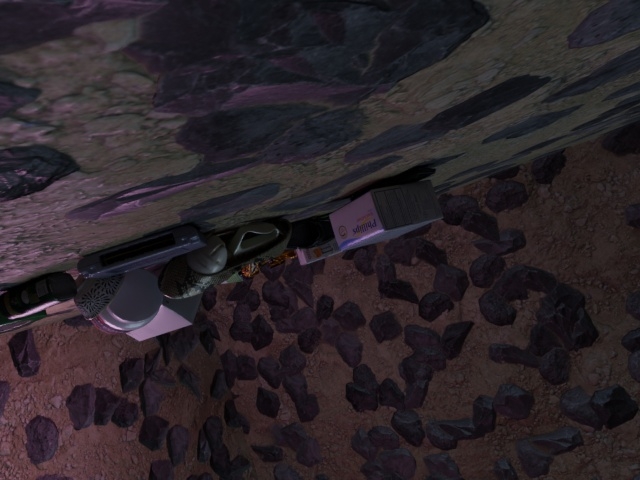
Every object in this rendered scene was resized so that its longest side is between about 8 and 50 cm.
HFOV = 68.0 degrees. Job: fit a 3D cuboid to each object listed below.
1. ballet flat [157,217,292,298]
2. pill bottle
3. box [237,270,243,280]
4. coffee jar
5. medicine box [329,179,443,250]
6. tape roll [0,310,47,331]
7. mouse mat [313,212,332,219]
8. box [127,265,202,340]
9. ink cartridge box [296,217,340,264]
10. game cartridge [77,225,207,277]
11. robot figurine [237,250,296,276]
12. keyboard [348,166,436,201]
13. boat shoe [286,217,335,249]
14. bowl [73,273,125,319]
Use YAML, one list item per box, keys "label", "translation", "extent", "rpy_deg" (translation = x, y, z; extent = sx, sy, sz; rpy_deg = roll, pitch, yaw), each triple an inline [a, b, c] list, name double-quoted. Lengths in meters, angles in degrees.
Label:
- label: "ballet flat"
  translation: [-0.283, 0.024, 1.506]
  extent: [0.482, 0.164, 0.182]
  rpy_deg: [-24, 159, -39]
- label: "pill bottle"
  translation: [-0.664, 0.205, 1.616]
  extent: [0.210, 0.210, 0.363]
  rpy_deg: [-17, 176, -33]
- label: "box"
  translation: [-0.527, 0.160, 2.162]
  extent: [0.321, 0.059, 0.232]
  rpy_deg: [-5, 165, -4]
- label: "coffee jar"
  translation: [-0.751, 0.148, 1.259]
  extent: [0.184, 0.079, 0.096]
  rpy_deg: [-19, 177, 15]
- label: "medicine box"
  translation: [0.227, -0.087, 1.670]
  extent: [0.289, 0.149, 0.263]
  rpy_deg: [-12, 172, -35]
- label: "tape roll"
  translation: [-1.026, 0.249, 1.455]
  extent: [0.321, 0.077, 0.321]
  rpy_deg: [-19, 178, -1]
- label: "mouse mat"
  translation: [-0.009, -0.095, 2.141]
  extent: [0.189, 0.007, 0.152]
  rpy_deg: [-21, 176, 26]
- label: "box"
  translation: [-0.671, 0.254, 1.964]
  extent: [0.345, 0.215, 0.168]
  rpy_deg: [-20, 132, 31]
- label: "ink cartridge box"
  translation: [0.000, 0.000, 2.211]
  extent: [0.232, 0.171, 0.168]
  rpy_deg: [-19, 178, -12]
- label: "game cartridge"
  translation: [-0.452, 0.031, 1.242]
  extent: [0.294, 0.060, 0.196]
  rpy_deg: [-18, 174, -7]
- label: "robot figurine"
  translation: [-0.231, 0.056, 2.029]
  extent: [0.291, 0.085, 0.211]
  rpy_deg: [-25, 139, -33]
- label: "keyboard"
  translation: [0.222, -0.184, 1.636]
  extent: [0.201, 0.033, 0.317]
  rpy_deg: [-12, 171, -44]
- label: "boat shoe"
  translation: [-0.047, -0.028, 1.976]
  extent: [0.340, 0.127, 0.113]
  rpy_deg: [-6, -178, -27]
- label: "bowl"
  translation: [-0.639, 0.128, 1.334]
  extent: [0.170, 0.080, 0.170]
  rpy_deg: [-27, -141, 24]
